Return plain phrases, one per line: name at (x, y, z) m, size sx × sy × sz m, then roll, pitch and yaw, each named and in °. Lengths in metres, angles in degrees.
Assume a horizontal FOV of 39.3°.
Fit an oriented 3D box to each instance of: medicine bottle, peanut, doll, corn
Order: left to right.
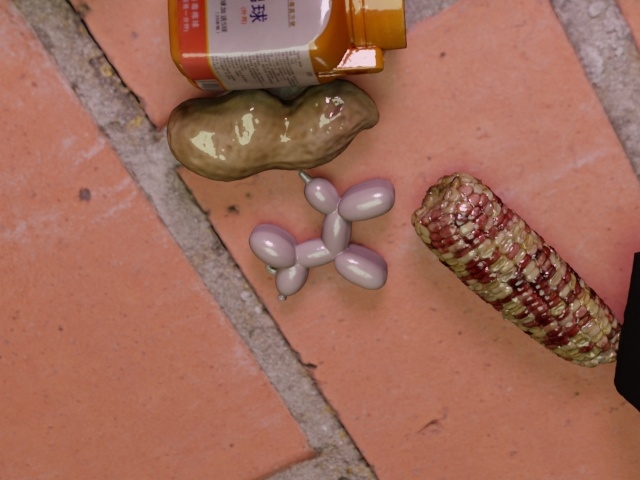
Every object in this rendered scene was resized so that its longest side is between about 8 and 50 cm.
peanut at (-0.050, -0.118, 0.951) m, size 0.227 × 0.086 × 0.104 m, roll -6°, pitch 137°, yaw 5°
medicine bottle at (-0.029, -0.231, 0.871) m, size 0.222 × 0.112 × 0.150 m, roll -3°, pitch 84°, yaw 6°
doll at (0.000, 0.000, 1.010) m, size 0.159 × 0.059 × 0.161 m, roll 7°, pitch 113°, yaw 3°
corn at (0.224, 0.039, 0.989) m, size 0.290 × 0.098 × 0.098 m, roll 40°, pitch 110°, yaw -15°

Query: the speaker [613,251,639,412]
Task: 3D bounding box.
speaker at (0.465, 0.122, 0.883) m, size 0.232 × 0.254 × 0.184 m, roll -6°, pitch 112°, yaw -14°
